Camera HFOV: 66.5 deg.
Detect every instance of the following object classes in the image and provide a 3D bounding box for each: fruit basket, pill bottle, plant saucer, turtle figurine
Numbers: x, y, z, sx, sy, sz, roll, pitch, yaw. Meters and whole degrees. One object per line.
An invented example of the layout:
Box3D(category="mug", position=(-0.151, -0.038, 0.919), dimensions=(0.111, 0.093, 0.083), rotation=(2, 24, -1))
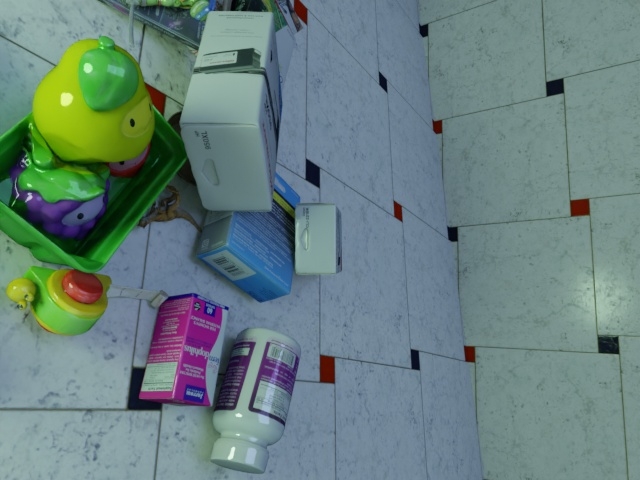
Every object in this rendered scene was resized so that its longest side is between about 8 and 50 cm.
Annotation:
Box3D(category="fruit basket", position=(-0.376, -0.161, 0.833), dimensions=(0.283, 0.392, 0.392), rotation=(53, 40, -31))
Box3D(category="pill bottle", position=(-0.155, 0.374, 1.149), dimensions=(0.169, 0.169, 0.301), rotation=(46, 44, -38))
Box3D(category="plant saucer", position=(-0.323, -0.226, 1.232), dimensions=(0.199, 0.036, 0.198), rotation=(24, 60, -50))
Box3D(category="turtle figurine", position=(-0.363, -0.623, 1.094), dimensions=(0.266, 0.198, 0.275), rotation=(53, 44, -8))

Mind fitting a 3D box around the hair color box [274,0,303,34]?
Box3D(category="hair color box", position=(-0.134, -0.798, 1.701), dimensions=(0.167, 0.054, 0.093), rotation=(60, 36, -26))

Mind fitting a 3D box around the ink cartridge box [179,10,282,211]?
Box3D(category="ink cartridge box", position=(-0.191, -0.302, 1.158), dimensions=(0.285, 0.167, 0.394), rotation=(88, 3, -56))

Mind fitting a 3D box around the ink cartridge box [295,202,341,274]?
Box3D(category="ink cartridge box", position=(0.000, 0.000, 1.436), dimensions=(0.273, 0.114, 0.196), rotation=(15, 74, -83))

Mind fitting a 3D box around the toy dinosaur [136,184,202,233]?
Box3D(category="toy dinosaur", position=(-0.348, -0.068, 1.135), dimensions=(0.212, 0.064, 0.112), rotation=(-7, 117, -61))

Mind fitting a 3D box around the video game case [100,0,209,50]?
Box3D(category="video game case", position=(-0.396, -0.605, 1.209), dimensions=(0.274, 0.026, 0.195), rotation=(17, 64, -38))

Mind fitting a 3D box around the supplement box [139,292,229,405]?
Box3D(category="supplement box", position=(-0.289, 0.237, 1.050), dimensions=(0.111, 0.114, 0.219), rotation=(34, 53, -47))

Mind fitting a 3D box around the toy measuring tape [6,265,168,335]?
Box3D(category="toy measuring tape", position=(-0.408, 0.123, 0.910), dimensions=(0.330, 0.122, 0.121), rotation=(24, 59, -56))

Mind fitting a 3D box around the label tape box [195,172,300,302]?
Box3D(category="label tape box", position=(-0.177, -0.045, 1.314), dimensions=(0.249, 0.115, 0.347), rotation=(44, 36, -40))

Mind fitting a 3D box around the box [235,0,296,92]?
Box3D(category="box", position=(-0.174, -0.577, 1.442), dimensions=(0.232, 0.059, 0.321), rotation=(49, 41, -49))

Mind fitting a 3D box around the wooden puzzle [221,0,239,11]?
Box3D(category="wooden puzzle", position=(-0.222, -0.603, 1.456), dimensions=(0.239, 0.044, 0.220), rotation=(41, 49, -59))

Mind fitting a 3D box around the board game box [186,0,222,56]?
Box3D(category="board game box", position=(-0.334, -0.611, 1.342), dimensions=(0.147, 0.045, 0.193), rotation=(43, 46, -40))
